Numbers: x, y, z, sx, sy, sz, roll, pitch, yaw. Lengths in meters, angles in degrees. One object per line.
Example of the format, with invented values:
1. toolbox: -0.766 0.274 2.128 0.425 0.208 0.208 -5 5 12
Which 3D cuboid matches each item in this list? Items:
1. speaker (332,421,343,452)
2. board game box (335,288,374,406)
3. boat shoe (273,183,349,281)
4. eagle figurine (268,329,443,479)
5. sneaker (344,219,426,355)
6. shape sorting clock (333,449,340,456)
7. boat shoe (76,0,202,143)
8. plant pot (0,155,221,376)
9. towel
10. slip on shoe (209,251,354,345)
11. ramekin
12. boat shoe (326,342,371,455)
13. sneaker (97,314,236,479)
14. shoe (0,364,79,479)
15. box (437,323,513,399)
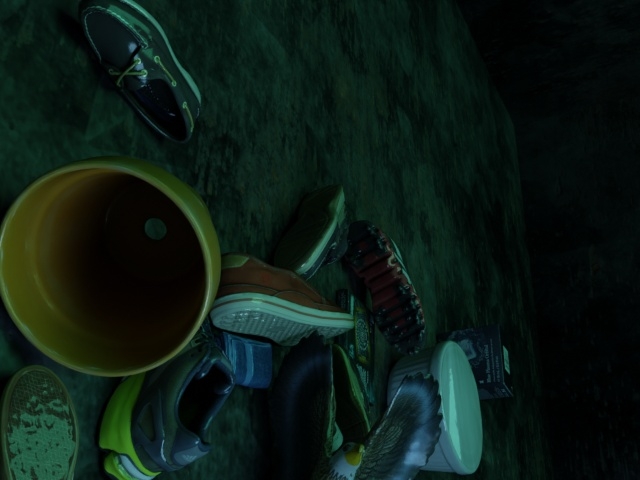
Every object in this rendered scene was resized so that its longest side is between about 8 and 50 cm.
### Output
1. speaker: -0.014 0.265 1.241 0.136 0.055 0.055 66 26 -25
2. board game box: 0.064 0.197 1.483 0.126 0.026 0.186 47 38 -49
3. boat shoe: 0.000 0.000 1.350 0.092 0.102 0.285 62 22 -21
4. eagle figurine: 0.024 0.300 1.089 0.226 0.225 0.298 51 40 -24
5. sneaker: 0.137 0.088 1.570 0.276 0.097 0.135 64 17 7
6. shape sorting clock: 0.036 0.425 1.230 0.206 0.040 0.206 -1 90 -89
7. boat shoe: -0.217 -0.209 0.990 0.228 0.081 0.069 50 31 -50
8. plant pot: -0.193 0.008 0.826 0.188 0.205 0.205 -72 145 -76
9. towel: -0.105 0.168 1.117 0.119 0.029 0.067 30 52 -59
10. slip on shoe: -0.048 0.090 1.185 0.331 0.123 0.101 25 50 -56
11. ramekin: 0.234 0.347 1.661 0.273 0.127 0.273 42 42 -54
12. boat shoe: 0.050 0.277 1.345 0.073 0.080 0.224 -7 80 -61
13. sneaker: -0.149 0.131 0.921 0.111 0.121 0.300 51 35 -46
14. shoe: -0.259 0.224 0.727 0.076 0.058 0.219 4 70 -45
15. box: 0.374 0.300 1.956 0.093 0.158 0.156 47 38 -50
